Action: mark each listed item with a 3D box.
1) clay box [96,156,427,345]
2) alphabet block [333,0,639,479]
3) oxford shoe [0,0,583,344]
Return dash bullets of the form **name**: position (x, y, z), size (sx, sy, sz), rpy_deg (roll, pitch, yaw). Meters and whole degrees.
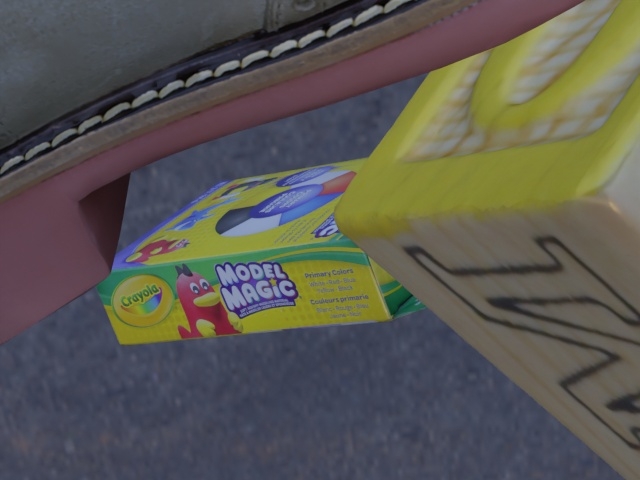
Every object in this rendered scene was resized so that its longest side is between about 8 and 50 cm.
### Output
- **clay box**: position (0.000, 0.000, 1.018), size (0.222, 0.053, 0.127), rpy_deg (-9, 20, 39)
- **alphabet block**: position (0.158, -0.020, 0.697), size (0.192, 0.197, 0.193), rpy_deg (-56, 20, -18)
- **oxford shoe**: position (-0.022, -0.108, 0.375), size (0.397, 0.146, 0.140), rpy_deg (-35, 30, 17)
